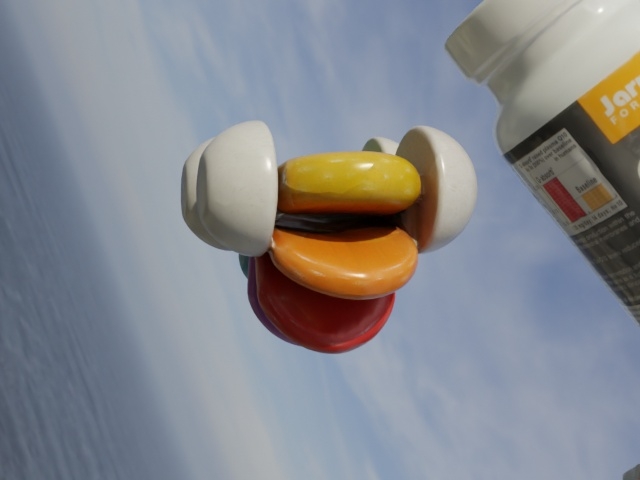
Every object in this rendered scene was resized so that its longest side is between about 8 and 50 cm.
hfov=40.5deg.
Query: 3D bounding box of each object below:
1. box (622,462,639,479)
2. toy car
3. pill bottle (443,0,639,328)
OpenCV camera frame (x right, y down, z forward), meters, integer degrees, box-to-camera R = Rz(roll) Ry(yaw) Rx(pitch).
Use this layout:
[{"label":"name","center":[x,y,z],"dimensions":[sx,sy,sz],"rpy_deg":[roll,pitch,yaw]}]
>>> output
[{"label":"box","center":[0.305,0.313,0.628],"dimensions":[0.148,0.121,0.311],"rpy_deg":[103,-3,-59]},{"label":"toy car","center":[0.000,0.000,0.532],"dimensions":[0.182,0.159,0.136],"rpy_deg":[-174,-97,-74]},{"label":"pill bottle","center":[0.221,-0.067,0.593],"dimensions":[0.278,0.162,0.162],"rpy_deg":[51,-12,1]}]
